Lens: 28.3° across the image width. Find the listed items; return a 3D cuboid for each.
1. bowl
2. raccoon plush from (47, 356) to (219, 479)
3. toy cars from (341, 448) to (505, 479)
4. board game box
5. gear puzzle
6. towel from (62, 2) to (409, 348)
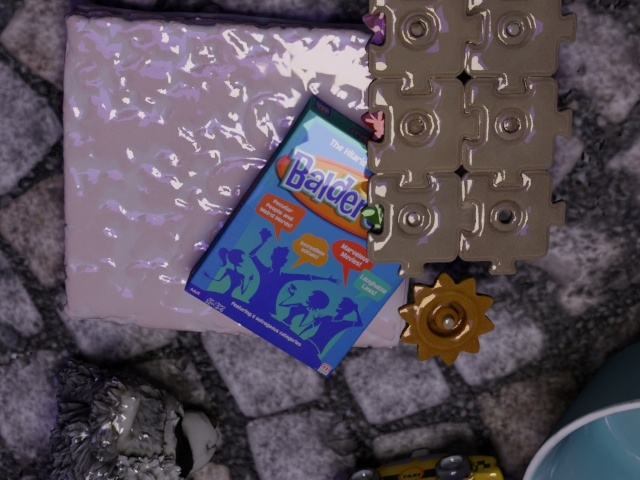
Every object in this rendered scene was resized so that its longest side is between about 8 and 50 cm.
[{"bbox_3d":[0.350,0.206,1.170,0.311,0.163,0.311,10,129,12],"label":"bowl"},{"bbox_3d":[-0.259,0.320,1.200,0.216,0.446,0.299,-2,118,44],"label":"raccoon plush"},{"bbox_3d":[0.054,0.335,1.331,0.176,0.087,0.393,32,117,-3],"label":"toy cars"},{"bbox_3d":[0.000,0.000,1.143,0.160,0.047,0.210,32,111,-10],"label":"board game box"},{"bbox_3d":[0.120,-0.055,1.076,0.175,0.044,0.339,-2,107,-6],"label":"gear puzzle"},{"bbox_3d":[-0.074,-0.054,1.179,0.332,0.053,0.317,5,114,3],"label":"towel"}]
